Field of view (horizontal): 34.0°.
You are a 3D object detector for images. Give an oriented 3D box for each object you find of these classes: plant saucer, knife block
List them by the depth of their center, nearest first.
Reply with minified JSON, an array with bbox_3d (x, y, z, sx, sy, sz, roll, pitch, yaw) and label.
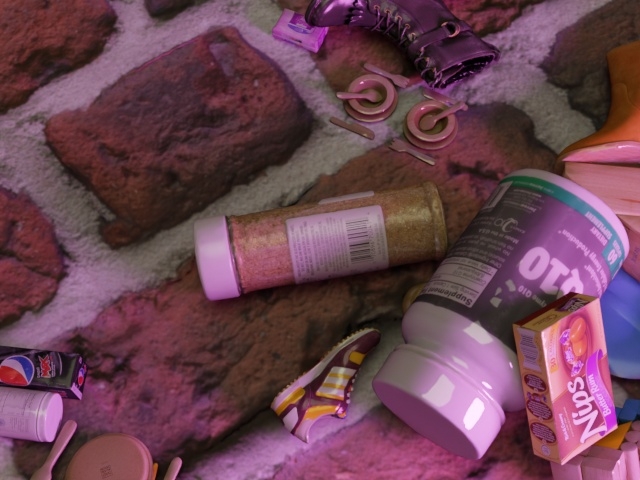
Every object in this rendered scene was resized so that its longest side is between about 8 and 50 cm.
[{"bbox_3d":[0.515,-0.048,1.510,0.242,0.088,0.276,-30,56,-24],"label":"knife block"},{"bbox_3d":[0.159,0.094,1.512,0.083,0.015,0.083,-2,65,3],"label":"plant saucer"}]

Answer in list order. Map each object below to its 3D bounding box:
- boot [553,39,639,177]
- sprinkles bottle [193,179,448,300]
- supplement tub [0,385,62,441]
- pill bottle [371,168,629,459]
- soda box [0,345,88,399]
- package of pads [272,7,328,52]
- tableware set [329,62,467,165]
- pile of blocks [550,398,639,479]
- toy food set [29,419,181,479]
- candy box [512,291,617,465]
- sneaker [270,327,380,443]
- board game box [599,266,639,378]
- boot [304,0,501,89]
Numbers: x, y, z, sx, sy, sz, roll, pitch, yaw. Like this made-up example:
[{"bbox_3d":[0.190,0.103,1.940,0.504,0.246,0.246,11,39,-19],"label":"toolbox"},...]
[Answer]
[{"bbox_3d":[0.466,-0.203,1.596,0.295,0.104,0.211,-11,59,-7],"label":"boot"},{"bbox_3d":[0.000,0.000,1.509,0.355,0.121,0.121,-10,64,-1],"label":"sprinkles bottle"},{"bbox_3d":[-0.420,0.240,1.450,0.107,0.071,0.071,6,65,5],"label":"supplement tub"},{"bbox_3d":[0.238,0.097,1.401,0.204,0.204,0.361,32,72,17],"label":"pill bottle"},{"bbox_3d":[-0.421,0.185,1.482,0.169,0.060,0.053,5,66,6],"label":"soda box"},{"bbox_3d":[-0.033,-0.347,1.724,0.083,0.032,0.050,21,69,13],"label":"package of pads"},{"bbox_3d":[0.125,-0.209,1.644,0.194,0.039,0.128,25,69,15],"label":"tableware set"},{"bbox_3d":[0.477,0.267,1.372,0.362,0.112,0.149,-15,28,1],"label":"pile of blocks"},{"bbox_3d":[-0.288,0.326,1.425,0.192,0.038,0.132,16,60,19],"label":"toy food set"},{"bbox_3d":[0.305,0.171,1.301,0.109,0.186,0.053,-24,20,-31],"label":"candy box"},{"bbox_3d":[0.024,0.200,1.448,0.185,0.069,0.084,-39,77,-7],"label":"sneaker"},{"bbox_3d":[0.433,0.121,1.471,0.169,0.033,0.133,-42,67,-15],"label":"board game box"},{"bbox_3d":[0.132,-0.331,1.662,0.263,0.091,0.229,-21,65,-20],"label":"boot"}]
